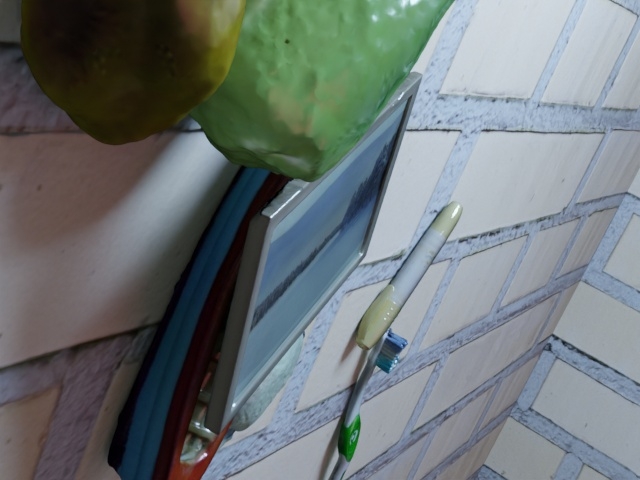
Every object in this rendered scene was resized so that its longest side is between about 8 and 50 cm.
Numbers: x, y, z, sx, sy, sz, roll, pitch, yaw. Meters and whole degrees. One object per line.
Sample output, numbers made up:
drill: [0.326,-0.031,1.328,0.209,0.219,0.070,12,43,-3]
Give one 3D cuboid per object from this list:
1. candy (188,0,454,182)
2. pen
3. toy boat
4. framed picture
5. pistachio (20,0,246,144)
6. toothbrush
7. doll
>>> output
candy: [0.028,-0.200,0.650,0.142,0.132,0.344,41,75,-24]
pen: [0.114,0.041,1.240,0.233,0.032,0.040,-56,134,-13]
toy boat: [-0.073,0.055,0.798,0.392,0.079,0.136,-63,160,6]
framed picture: [0.000,0.000,0.792,0.289,0.016,0.213,-47,158,-51]
pistachio: [-0.094,-0.126,0.498,0.100,0.110,0.189,-69,179,-62]
toothbrush: [0.037,0.286,1.380,0.042,0.040,0.418,-32,150,-51]
doll: [-0.063,0.121,0.904,0.214,0.071,0.103,-59,160,-16]
